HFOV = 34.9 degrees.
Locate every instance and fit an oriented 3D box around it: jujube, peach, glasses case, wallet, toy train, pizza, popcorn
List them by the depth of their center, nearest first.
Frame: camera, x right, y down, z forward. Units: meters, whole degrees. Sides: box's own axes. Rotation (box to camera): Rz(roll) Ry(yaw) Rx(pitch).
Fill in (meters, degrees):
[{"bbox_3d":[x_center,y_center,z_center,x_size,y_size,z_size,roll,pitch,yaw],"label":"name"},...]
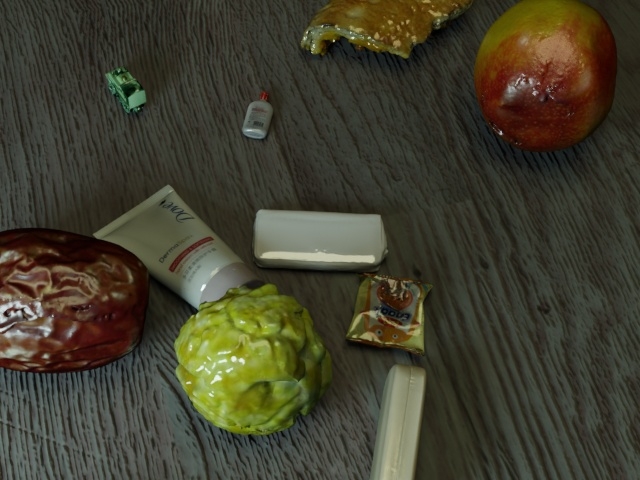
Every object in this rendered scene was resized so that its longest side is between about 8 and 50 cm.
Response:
[{"bbox_3d":[0.093,0.245,1.239,0.050,0.083,0.196,11,58,2],"label":"glasses case"},{"bbox_3d":[-0.077,0.140,1.247,0.198,0.197,0.212,22,34,9],"label":"popcorn"},{"bbox_3d":[-0.338,0.076,1.264,0.243,0.183,0.183,6,56,-11],"label":"jujube"},{"bbox_3d":[0.000,0.000,1.423,0.190,0.033,0.095,4,58,-2],"label":"wallet"},{"bbox_3d":[0.334,-0.245,1.506,0.231,0.231,0.230,3,56,-4],"label":"peach"},{"bbox_3d":[-0.294,-0.230,1.535,0.033,0.053,0.083,-29,65,-22],"label":"toy train"},{"bbox_3d":[0.132,-0.380,1.666,0.365,0.073,0.182,-34,64,-25],"label":"pizza"}]

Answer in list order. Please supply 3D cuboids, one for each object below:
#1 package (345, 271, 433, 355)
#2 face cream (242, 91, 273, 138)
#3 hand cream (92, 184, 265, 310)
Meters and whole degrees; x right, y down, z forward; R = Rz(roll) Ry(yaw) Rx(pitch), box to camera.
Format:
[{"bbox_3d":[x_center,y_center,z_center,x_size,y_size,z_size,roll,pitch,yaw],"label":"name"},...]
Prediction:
[{"bbox_3d":[0.094,0.095,1.369,0.108,0.031,0.120,10,56,1],"label":"package"},{"bbox_3d":[-0.093,-0.192,1.548,0.040,0.021,0.083,11,56,2],"label":"face cream"},{"bbox_3d":[-0.180,0.017,1.375,0.248,0.083,0.133,36,58,28],"label":"hand cream"}]
